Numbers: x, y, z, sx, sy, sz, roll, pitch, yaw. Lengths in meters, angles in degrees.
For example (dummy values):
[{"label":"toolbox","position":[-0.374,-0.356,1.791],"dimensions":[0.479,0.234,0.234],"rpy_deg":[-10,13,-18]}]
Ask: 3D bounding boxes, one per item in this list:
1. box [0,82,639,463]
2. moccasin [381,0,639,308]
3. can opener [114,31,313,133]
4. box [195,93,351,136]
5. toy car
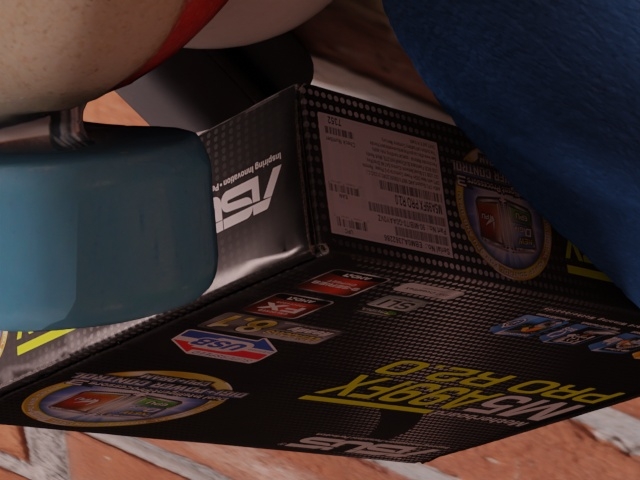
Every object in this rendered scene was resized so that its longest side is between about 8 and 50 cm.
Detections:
[{"label":"box","position":[0.021,0.029,0.722],"dimensions":[0.270,0.060,0.216],"rpy_deg":[12,153,-42]},{"label":"moccasin","position":[0.124,-0.051,0.588],"dimensions":[0.138,0.117,0.342],"rpy_deg":[22,164,38]},{"label":"can opener","position":[-0.079,-0.123,0.677],"dimensions":[0.095,0.076,0.283],"rpy_deg":[4,150,41]},{"label":"box","position":[0.000,0.000,0.784],"dimensions":[0.114,0.036,0.207],"rpy_deg":[-13,160,20]},{"label":"toy car","position":[-0.070,-0.109,0.550],"dimensions":[0.210,0.238,0.219],"rpy_deg":[1,103,33]}]
